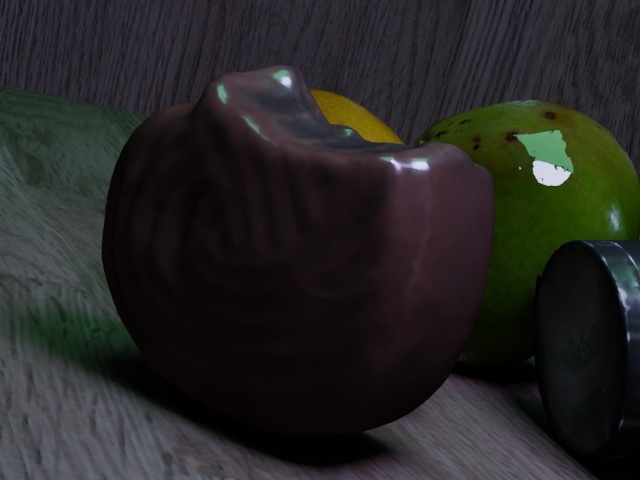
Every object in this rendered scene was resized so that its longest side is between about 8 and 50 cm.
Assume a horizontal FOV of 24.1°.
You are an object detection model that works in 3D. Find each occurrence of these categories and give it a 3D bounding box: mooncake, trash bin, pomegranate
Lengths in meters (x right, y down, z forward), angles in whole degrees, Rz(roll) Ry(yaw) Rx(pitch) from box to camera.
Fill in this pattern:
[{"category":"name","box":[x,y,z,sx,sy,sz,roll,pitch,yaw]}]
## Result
[{"category":"mooncake","box":[-0.020,0.006,1.241,0.174,0.334,0.326,-2,59,-52]},{"category":"trash bin","box":[0.377,0.095,1.410,0.302,0.203,0.252,-2,18,-15]},{"category":"pomegranate","box":[0.214,0.035,1.595,0.358,0.310,0.216,47,32,-3]}]

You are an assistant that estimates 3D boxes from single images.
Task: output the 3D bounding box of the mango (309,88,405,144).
[{"category":"mango","box":[0.000,0.000,1.465,0.221,0.264,0.378,1,32,-36]}]
